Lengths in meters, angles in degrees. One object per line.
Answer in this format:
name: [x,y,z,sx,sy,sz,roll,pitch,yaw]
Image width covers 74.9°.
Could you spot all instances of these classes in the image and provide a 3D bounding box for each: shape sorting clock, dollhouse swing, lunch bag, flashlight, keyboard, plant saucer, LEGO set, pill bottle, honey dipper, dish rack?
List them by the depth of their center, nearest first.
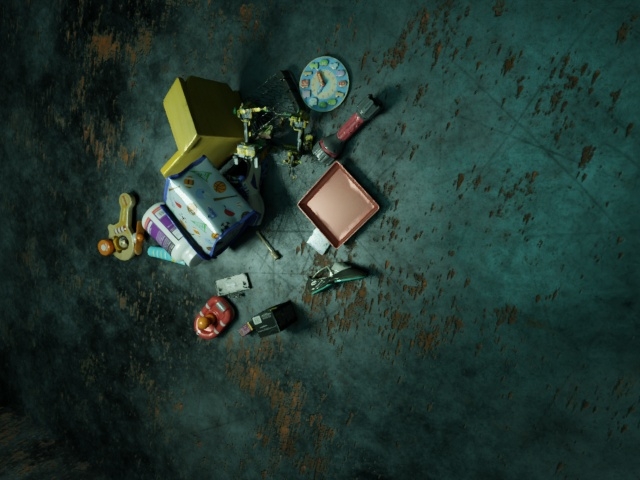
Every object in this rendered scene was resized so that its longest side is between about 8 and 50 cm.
flashlight: [0.099,-0.418,1.583,0.304,0.103,0.103,-42,47,30]
LEGO set: [-0.202,-0.394,1.628,0.332,0.192,0.254,17,128,3]
shape sorting clock: [0.012,-0.609,1.630,0.206,0.040,0.206,5,102,25]
plant saucer: [0.072,-0.141,1.683,0.258,0.048,0.259,49,114,10]
dish rack: [-0.202,-0.551,1.728,0.272,0.074,0.208,-27,86,28]
dollhouse swing: [-0.515,-0.453,1.740,0.305,0.347,0.315,-18,91,31]
lunch bag: [-0.495,-0.107,1.767,0.327,0.239,0.385,51,150,-1]
honey dipper: [-0.241,0.020,1.871,0.030,0.030,0.160,-45,77,25]
keyboard: [-0.414,0.223,1.978,0.180,0.023,0.108,-15,86,18]
pill bottle: [-0.680,-0.026,1.984,0.323,0.181,0.181,43,114,12]

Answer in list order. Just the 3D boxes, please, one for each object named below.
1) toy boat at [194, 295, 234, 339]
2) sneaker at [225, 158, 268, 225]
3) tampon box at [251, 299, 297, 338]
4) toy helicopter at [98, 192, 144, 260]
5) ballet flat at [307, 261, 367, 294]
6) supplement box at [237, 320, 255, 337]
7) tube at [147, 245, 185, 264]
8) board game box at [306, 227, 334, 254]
toy boat: [-0.532,0.382,2.004,0.151,0.151,0.231,45,114,12]
sneaker: [-0.330,-0.220,1.783,0.128,0.182,0.315,12,104,24]
tampon box: [-0.200,0.344,1.835,0.121,0.161,0.101,-23,89,26]
toy helicopter: [-0.998,-0.067,2.156,0.235,0.140,0.354,15,103,20]
ballet flat: [0.057,0.144,1.719,0.281,0.095,0.096,-21,78,27]
supplement box: [-0.341,0.415,1.975,0.083,0.055,0.043,-39,81,25]
tube: [-0.778,0.070,2.127,0.207,0.052,0.080,9,114,18]
board game box: [0.000,0.000,1.757,0.090,0.020,0.090,40,113,14]
